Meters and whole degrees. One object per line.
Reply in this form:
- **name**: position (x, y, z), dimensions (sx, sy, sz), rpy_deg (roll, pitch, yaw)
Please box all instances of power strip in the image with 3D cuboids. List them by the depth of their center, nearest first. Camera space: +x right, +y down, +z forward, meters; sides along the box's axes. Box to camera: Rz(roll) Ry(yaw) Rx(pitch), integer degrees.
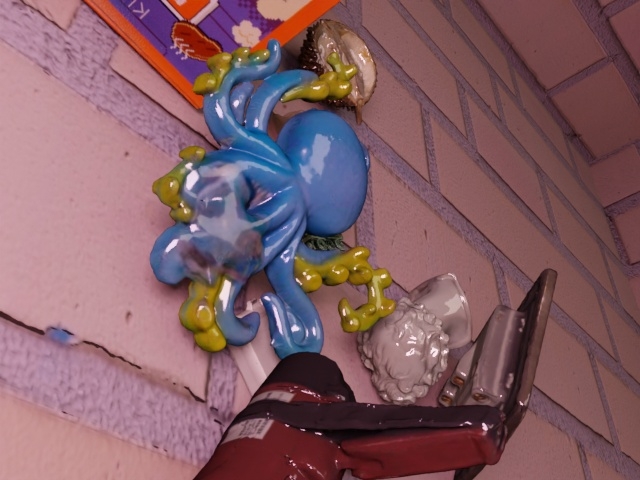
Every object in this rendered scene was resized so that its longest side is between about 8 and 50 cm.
- **power strip**: position (-0.042, 0.155, 0.695), dimensions (0.081, 0.035, 0.192), rpy_deg (-23, 86, -58)
- **power strip**: position (0.240, 0.191, 0.896), dimensions (0.092, 0.257, 0.251), rpy_deg (27, 46, 14)

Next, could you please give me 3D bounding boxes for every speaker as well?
- **speaker**: position (-0.029, 0.184, 0.464), dimensions (0.198, 0.259, 0.329), rpy_deg (41, 37, -1)

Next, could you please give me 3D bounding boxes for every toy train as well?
- **toy train**: position (0.000, 0.000, 0.876), dimensions (0.083, 0.033, 0.053), rpy_deg (3, 59, -54)

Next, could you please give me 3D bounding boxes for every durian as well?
- **durian**: position (0.024, -0.280, 1.075), dimensions (0.148, 0.091, 0.189), rpy_deg (-26, 91, -46)

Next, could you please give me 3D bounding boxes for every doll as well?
- **doll**: position (-0.046, -0.038, 0.693), dimensions (0.341, 0.098, 0.346), rpy_deg (-27, 103, -40)

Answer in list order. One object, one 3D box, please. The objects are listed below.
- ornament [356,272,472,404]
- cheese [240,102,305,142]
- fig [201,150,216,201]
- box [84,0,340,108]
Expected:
- **ornament**: position (0.153, 0.120, 0.911), dimensions (0.285, 0.120, 0.130), rpy_deg (-32, 101, -57)
- **cheese**: position (-0.024, -0.120, 0.894), dimensions (0.286, 0.082, 0.163), rpy_deg (-22, 85, -61)
- **fig**: position (-0.113, -0.059, 0.727), dimensions (0.074, 0.074, 0.088), rpy_deg (37, 54, -34)
- **box**: position (-0.153, -0.416, 0.772), dimensions (0.348, 0.256, 0.319), rpy_deg (44, 37, -27)
